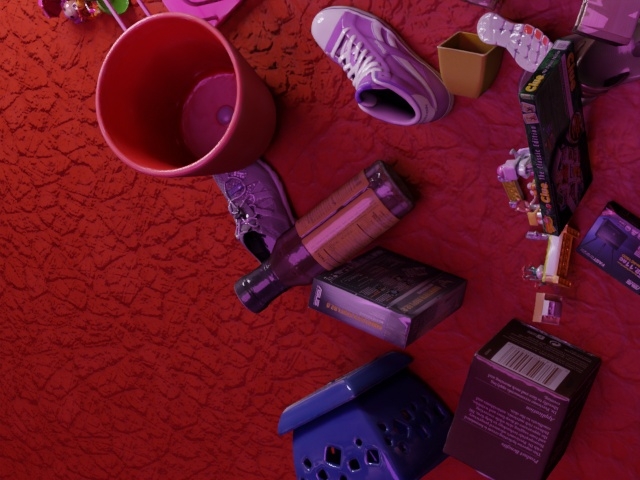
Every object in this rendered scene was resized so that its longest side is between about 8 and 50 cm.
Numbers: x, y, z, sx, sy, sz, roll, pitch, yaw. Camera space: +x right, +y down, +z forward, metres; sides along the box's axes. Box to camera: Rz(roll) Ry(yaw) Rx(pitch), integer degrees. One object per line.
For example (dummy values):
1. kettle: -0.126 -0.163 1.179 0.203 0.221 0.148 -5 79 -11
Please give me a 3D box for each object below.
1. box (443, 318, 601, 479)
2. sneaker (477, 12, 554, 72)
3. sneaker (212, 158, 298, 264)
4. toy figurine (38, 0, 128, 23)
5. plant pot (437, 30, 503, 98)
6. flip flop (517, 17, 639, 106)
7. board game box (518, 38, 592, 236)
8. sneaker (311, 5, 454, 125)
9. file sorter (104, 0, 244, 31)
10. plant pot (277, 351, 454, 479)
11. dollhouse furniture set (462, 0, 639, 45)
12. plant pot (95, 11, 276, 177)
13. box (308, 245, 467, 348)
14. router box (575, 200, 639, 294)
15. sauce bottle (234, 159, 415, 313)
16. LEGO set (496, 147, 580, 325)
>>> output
1. box: 0.329 0.270 1.708 0.168 0.167 0.203 26 119 22
2. sneaker: 0.309 -0.299 1.563 0.158 0.065 0.061 43 122 35
3. sneaker: -0.116 -0.049 1.910 0.105 0.115 0.281 -41 83 36
4. toy figurine: -0.473 -0.472 2.013 0.173 0.130 0.159 44 143 -18
5. plant pot: 0.234 -0.270 1.634 0.081 0.081 0.083 17 125 27
6. flip flop: 0.409 -0.255 1.524 0.277 0.080 0.112 -14 99 36
7. board game box: 0.344 -0.145 1.510 0.030 0.136 0.260 15 140 35
8. sneaker: 0.074 -0.283 1.680 0.282 0.161 0.102 37 124 18
9. file sorter: -0.231 -0.487 1.788 0.290 0.182 0.202 -37 86 36
10. plant pot: 0.079 0.340 1.859 0.236 0.236 0.212 -33 82 37
11. dollhouse furniture set: 0.258 -0.441 1.398 0.394 0.362 0.256 19 102 7
12. plant pot: -0.208 -0.229 1.795 0.275 0.243 0.275 -2 85 20
13. box: 0.116 0.089 1.741 0.183 0.231 0.056 22 114 24
14. router box: 0.469 0.011 1.606 0.122 0.038 0.092 37 123 17
15. sauce bottle: 0.000 0.000 1.795 0.344 0.111 0.111 -36 86 15
16. LEGO set: 0.330 -0.014 1.641 0.107 0.132 0.287 5 116 40
